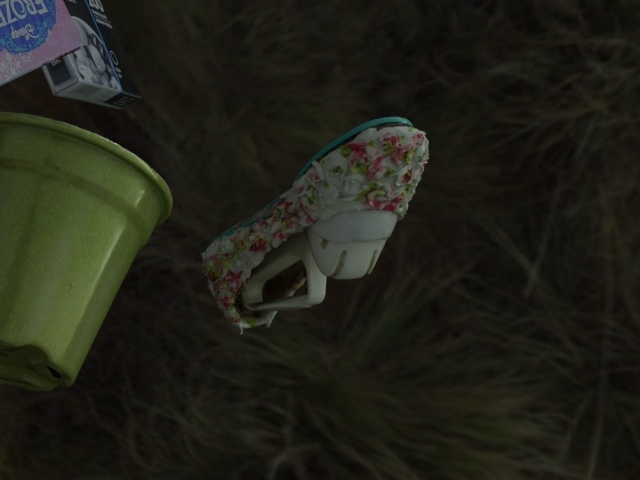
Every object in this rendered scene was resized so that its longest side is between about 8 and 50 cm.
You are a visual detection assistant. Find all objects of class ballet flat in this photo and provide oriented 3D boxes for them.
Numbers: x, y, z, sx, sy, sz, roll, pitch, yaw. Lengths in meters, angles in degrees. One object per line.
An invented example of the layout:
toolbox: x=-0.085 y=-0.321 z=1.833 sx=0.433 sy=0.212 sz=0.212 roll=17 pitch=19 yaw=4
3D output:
ballet flat: x=0.000 y=0.000 z=0.847 sx=0.091 sy=0.241 sz=0.077 roll=0 pitch=69 yaw=-32

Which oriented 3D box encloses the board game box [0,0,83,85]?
board game box: x=-0.300 y=-0.215 z=0.738 sx=0.066 sy=0.318 sz=0.318 roll=-18 pitch=105 yaw=23

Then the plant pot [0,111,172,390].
plant pot: x=-0.340 y=0.030 z=1.479 sx=0.276 sy=0.276 sz=0.254 roll=23 pitch=65 yaw=-19

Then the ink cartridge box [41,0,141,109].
ink cartridge box: x=-0.299 y=-0.262 z=1.485 sx=0.045 sy=0.206 sz=0.208 roll=-26 pitch=86 yaw=11
